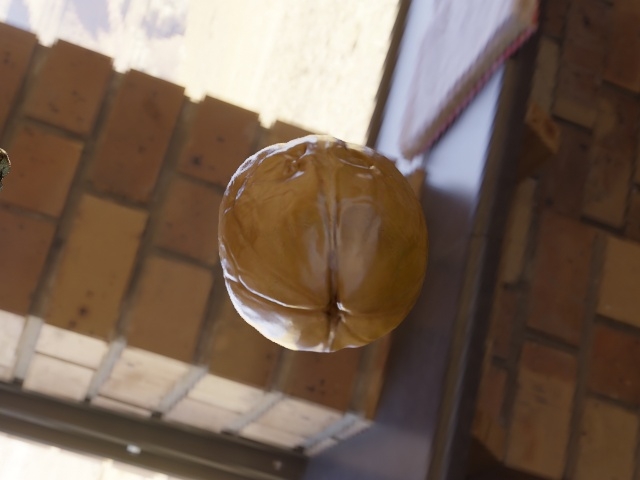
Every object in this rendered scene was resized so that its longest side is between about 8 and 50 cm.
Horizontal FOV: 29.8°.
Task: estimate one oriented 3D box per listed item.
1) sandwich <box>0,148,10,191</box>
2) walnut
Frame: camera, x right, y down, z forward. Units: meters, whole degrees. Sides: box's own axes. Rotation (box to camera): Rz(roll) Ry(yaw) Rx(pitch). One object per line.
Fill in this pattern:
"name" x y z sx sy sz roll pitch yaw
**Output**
"sandwich" -0.551 -0.101 1.971 0.105 0.035 0.093 -42 49 10
"walnut" 0.000 0.000 1.101 0.193 0.193 0.226 -66 26 25
